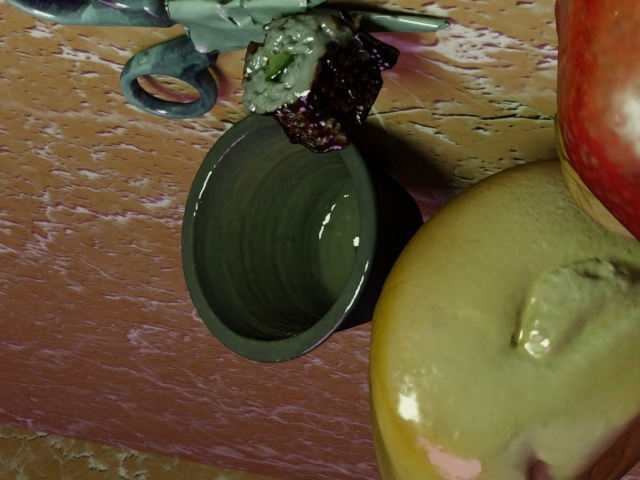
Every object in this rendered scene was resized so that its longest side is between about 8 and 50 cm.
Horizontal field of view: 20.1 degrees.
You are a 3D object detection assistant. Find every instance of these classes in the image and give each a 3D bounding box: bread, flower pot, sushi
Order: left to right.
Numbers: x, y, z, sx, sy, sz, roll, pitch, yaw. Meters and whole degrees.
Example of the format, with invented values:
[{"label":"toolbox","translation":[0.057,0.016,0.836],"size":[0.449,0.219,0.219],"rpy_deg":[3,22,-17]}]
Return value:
[{"label":"sushi","translation":[-0.004,-0.126,1.413],"size":[0.098,0.094,0.084],"rpy_deg":[-1,155,40]},{"label":"flower pot","translation":[0.000,0.000,1.679],"size":[0.235,0.235,0.148],"rpy_deg":[-1,173,39]},{"label":"bread","translation":[0.185,0.095,1.591],"size":[0.253,0.348,0.376],"rpy_deg":[53,173,16]}]

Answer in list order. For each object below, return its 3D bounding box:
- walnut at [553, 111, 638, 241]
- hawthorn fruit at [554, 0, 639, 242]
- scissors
[{"label":"walnut","translation":[0.271,-0.073,1.313],"size":[0.207,0.167,0.167],"rpy_deg":[8,159,17]},{"label":"hawthorn fruit","translation":[0.277,-0.123,1.043],"size":[0.265,0.265,0.307],"rpy_deg":[21,152,-14]},{"label":"scissors","translation":[-0.074,-0.181,1.472],"size":[0.383,0.029,0.256],"rpy_deg":[-3,151,39]}]
